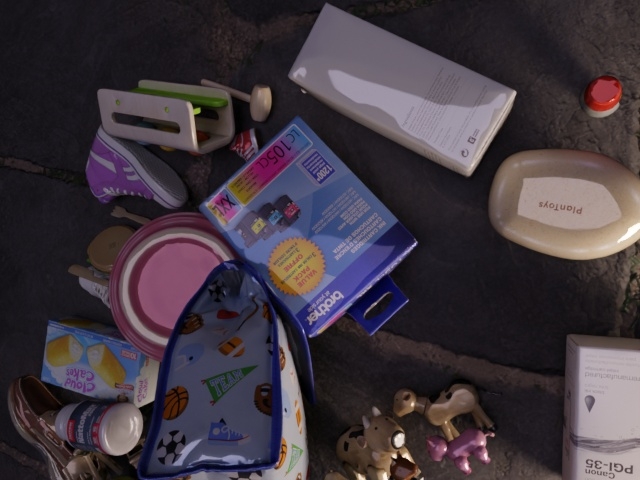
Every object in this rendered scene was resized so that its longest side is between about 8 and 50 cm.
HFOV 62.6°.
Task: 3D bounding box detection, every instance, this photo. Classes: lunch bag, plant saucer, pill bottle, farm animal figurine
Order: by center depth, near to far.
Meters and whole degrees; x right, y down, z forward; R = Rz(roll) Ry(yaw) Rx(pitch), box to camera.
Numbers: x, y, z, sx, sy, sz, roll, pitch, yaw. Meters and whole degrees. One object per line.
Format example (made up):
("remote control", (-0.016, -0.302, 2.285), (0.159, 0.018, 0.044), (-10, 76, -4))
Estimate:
("lunch bag", (-0.129, 0.270, 0.927), (0.239, 0.327, 0.385), (-6, 45, 1))
("farm animal figurine", (0.137, 0.378, 0.985), (0.327, 0.330, 0.172), (-37, 83, 43))
("plant saucer", (-0.289, 0.100, 1.118), (0.332, 0.084, 0.332), (0, 84, -2))
("pill bottle", (-0.489, 0.404, 1.151), (0.180, 0.108, 0.107), (-6, 90, 29))

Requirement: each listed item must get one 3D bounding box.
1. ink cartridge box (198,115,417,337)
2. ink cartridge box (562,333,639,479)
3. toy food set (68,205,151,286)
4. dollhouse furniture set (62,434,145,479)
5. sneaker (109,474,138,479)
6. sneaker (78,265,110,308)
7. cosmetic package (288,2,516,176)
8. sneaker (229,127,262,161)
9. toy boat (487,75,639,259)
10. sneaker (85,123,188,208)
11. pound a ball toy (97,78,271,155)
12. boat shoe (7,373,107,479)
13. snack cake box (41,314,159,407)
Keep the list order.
("ink cartridge box", (0.000, 0.000, 1.026), (0.270, 0.151, 0.395), (-43, 81, 2))
("ink cartridge box", (0.538, 0.317, 0.906), (0.207, 0.117, 0.282), (1, 92, 17))
("toy food set", (-0.479, 0.019, 1.227), (0.132, 0.038, 0.192), (19, 64, 18))
("dollhouse furniture set", (-0.466, 0.485, 1.154), (0.161, 0.182, 0.101), (-28, 92, -19))
("sneaker", (-0.354, 0.568, 1.101), (0.385, 0.145, 0.147), (5, 78, 53))
("sneaker", (-0.472, 0.111, 1.211), (0.232, 0.115, 0.090), (15, 96, 16))
("cosmetic package", (0.150, -0.264, 0.971), (0.366, 0.197, 0.155), (32, 100, 13))
("sneaker", (-0.160, -0.181, 1.146), (0.067, 0.042, 0.118), (-12, 80, 13))
("toy boat", (0.453, -0.126, 0.922), (0.268, 0.148, 0.318), (18, 104, 21))
("sneaker", (-0.429, -0.125, 1.210), (0.282, 0.102, 0.161), (40, 109, 20))
("pound a ball toy", (-0.285, -0.266, 1.139), (0.319, 0.208, 0.135), (15, 121, 28))
("boat shoe", (-0.624, 0.454, 1.274), (0.116, 0.123, 0.324), (-34, 91, 11))
("snack cake box", (-0.516, 0.283, 1.244), (0.265, 0.089, 0.152), (11, 94, 16))
